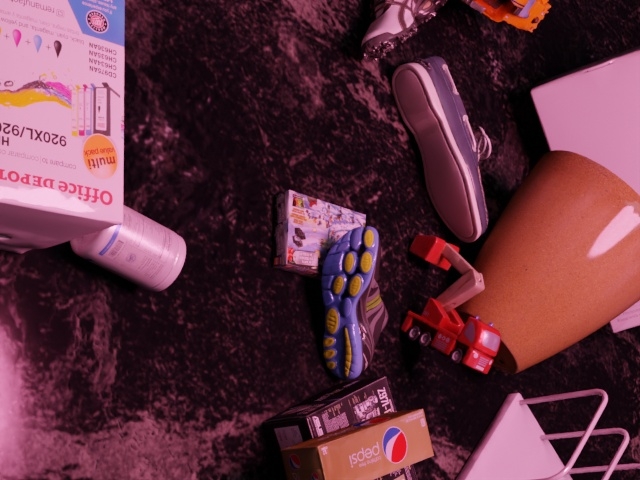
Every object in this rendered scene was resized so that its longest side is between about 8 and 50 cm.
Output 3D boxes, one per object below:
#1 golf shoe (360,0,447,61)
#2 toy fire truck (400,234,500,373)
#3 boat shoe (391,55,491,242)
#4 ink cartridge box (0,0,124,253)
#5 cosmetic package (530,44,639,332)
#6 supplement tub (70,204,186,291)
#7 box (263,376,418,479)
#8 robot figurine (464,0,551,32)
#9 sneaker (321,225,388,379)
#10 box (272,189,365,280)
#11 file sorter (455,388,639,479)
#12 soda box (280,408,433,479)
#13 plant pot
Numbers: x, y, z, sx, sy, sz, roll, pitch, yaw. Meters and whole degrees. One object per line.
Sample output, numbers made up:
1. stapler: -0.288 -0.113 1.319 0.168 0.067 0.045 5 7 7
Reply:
1. golf shoe: 0.089 -0.305 1.941 0.094 0.077 0.198 52 38 -8
2. toy fire truck: 0.169 0.079 1.866 0.047 0.192 0.135 26 90 -38
3. boat shoe: 0.175 -0.124 1.964 0.079 0.095 0.254 -21 86 -36
4. ink cartridge box: -0.302 -0.122 1.403 0.171 0.168 0.232 11 72 -45
5. cosmetic package: 0.469 -0.084 2.142 0.156 0.217 0.385 -35 108 -74
6. supplement tub: -0.203 0.004 1.545 0.107 0.071 0.071 31 59 -39
7. box: 0.031 0.268 1.714 0.147 0.077 0.180 -22 95 -46
8. robot figurine: 0.187 -0.384 1.991 0.291 0.085 0.211 18 25 -50
9. sneaker: 0.043 0.073 1.775 0.078 0.067 0.188 -17 113 -60
10. box: 0.000 0.000 1.790 0.137 0.027 0.094 17 67 -43
11. file sorter: 0.344 0.362 1.948 0.277 0.173 0.193 58 46 -19
12. soda box: 0.043 0.237 1.631 0.181 0.061 0.058 -13 90 -46
13. plant pot: 0.303 0.051 1.955 0.254 0.237 0.237 -45 114 -17
